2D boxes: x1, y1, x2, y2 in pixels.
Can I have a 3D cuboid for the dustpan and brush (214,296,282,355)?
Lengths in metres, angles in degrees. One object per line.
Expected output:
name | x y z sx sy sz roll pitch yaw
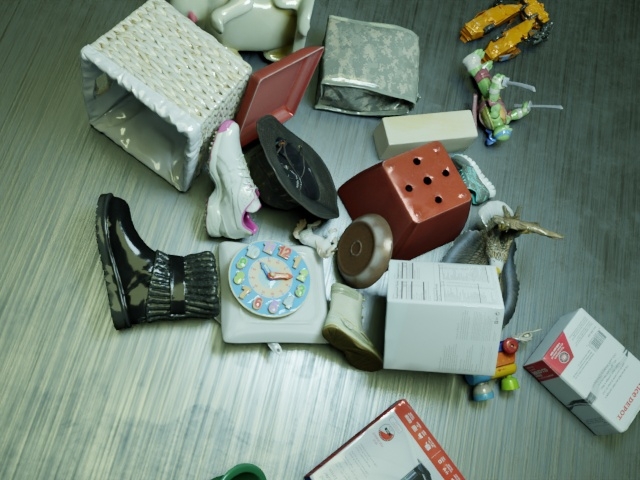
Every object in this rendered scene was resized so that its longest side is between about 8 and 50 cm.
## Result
dustpan and brush | -0.163 0.202 1.718 0.147 0.060 0.211 -34 81 -21

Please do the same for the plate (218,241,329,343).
plate | -0.110 0.120 1.732 0.277 0.045 0.278 3 59 -17

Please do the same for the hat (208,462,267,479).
hat | -0.252 0.578 1.588 0.208 0.184 0.172 30 68 -47

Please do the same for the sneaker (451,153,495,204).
sneaker | 0.423 -0.173 1.981 0.076 0.065 0.166 -37 81 -17

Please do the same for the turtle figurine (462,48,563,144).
turtle figurine | 0.542 -0.439 2.015 0.198 0.274 0.266 -7 63 -31

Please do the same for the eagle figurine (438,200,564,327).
eagle figurine | 0.449 0.060 1.828 0.225 0.298 0.226 -20 50 -43

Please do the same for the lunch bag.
lunch bag | 0.141 -0.484 1.969 0.287 0.169 0.235 7 70 -5

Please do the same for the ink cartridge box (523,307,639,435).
ink cartridge box | 0.711 0.348 1.833 0.273 0.114 0.197 43 67 5

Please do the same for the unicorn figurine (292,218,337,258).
unicorn figurine | 0.000 0.000 1.803 0.162 0.060 0.111 13 38 26

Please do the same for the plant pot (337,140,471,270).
plant pot | 0.240 -0.113 1.824 0.267 0.235 0.267 -23 77 -19

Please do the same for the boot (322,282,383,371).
boot | 0.091 0.219 1.753 0.213 0.077 0.165 43 35 -29

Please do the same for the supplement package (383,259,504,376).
supplement package | 0.289 0.183 1.680 0.263 0.199 0.198 3 28 6

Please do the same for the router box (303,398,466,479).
router box | 0.180 0.602 1.643 0.301 0.082 0.335 -34 81 -21

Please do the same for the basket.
basket | -0.375 -0.356 1.725 0.331 0.328 0.266 38 65 3

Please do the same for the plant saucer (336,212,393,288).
plant saucer | 0.101 0.023 1.770 0.036 0.199 0.198 16 65 -38

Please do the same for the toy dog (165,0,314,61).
toy dog | -0.224 -0.657 1.891 0.408 0.284 0.395 11 69 -7

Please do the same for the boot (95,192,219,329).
boot | -0.389 0.038 1.684 0.260 0.131 0.347 -11 84 -9

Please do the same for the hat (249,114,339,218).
hat | -0.093 -0.157 1.799 0.134 0.331 0.331 -35 78 21

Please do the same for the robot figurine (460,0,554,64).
robot figurine | 0.589 -0.670 2.179 0.291 0.085 0.211 -32 81 -20

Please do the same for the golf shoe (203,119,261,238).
golf shoe | -0.206 -0.145 1.722 0.140 0.306 0.115 12 26 11

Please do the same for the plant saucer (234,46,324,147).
plant saucer | -0.123 -0.376 1.792 0.048 0.259 0.258 43 50 9

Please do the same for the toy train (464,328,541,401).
toy train | 0.487 0.323 1.805 0.248 0.105 0.143 -10 84 -16

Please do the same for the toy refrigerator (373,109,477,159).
toy refrigerator | 0.295 -0.303 1.975 0.270 0.102 0.094 -7 73 -14

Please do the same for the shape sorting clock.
shape sorting clock | -0.121 0.090 1.693 0.206 0.040 0.206 9 58 -14
